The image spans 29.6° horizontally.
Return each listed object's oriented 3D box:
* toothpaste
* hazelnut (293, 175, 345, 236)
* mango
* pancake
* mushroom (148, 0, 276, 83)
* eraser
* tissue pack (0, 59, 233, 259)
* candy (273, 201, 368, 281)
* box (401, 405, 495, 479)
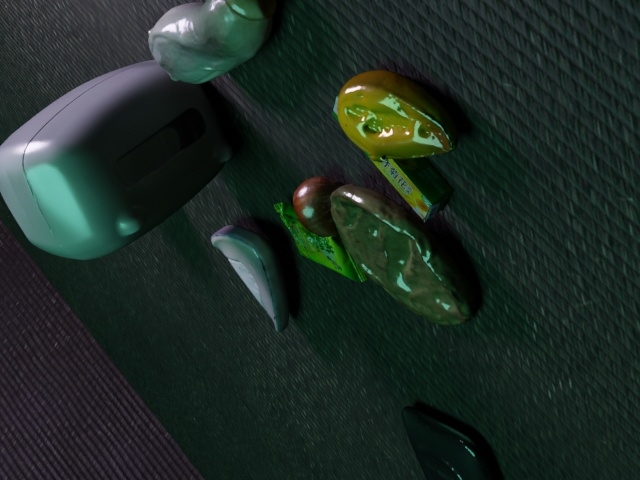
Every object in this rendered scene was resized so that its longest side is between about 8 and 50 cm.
[{"bbox_3d":[0.083,-0.104,1.420,0.178,0.037,0.043,50,160,16],"label":"toothpaste"},{"bbox_3d":[0.005,-0.049,1.630,0.086,0.086,0.086,46,157,26],"label":"hazelnut"},{"bbox_3d":[0.084,-0.136,1.333,0.187,0.066,0.101,21,132,49],"label":"mango"},{"bbox_3d":[0.108,0.021,1.537,0.242,0.050,0.242,44,163,17],"label":"pancake"},{"bbox_3d":[-0.141,-0.275,1.598,0.109,0.097,0.351,58,156,-12],"label":"mushroom"},{"bbox_3d":[-0.101,0.041,2.013,0.204,0.059,0.243,54,163,8],"label":"eraser"},{"bbox_3d":[-0.301,-0.127,1.833,0.236,0.333,0.229,1,123,43],"label":"tissue pack"},{"bbox_3d":[-0.001,0.001,1.767,0.178,0.032,0.102,23,142,56],"label":"candy"},{"bbox_3d":[0.198,0.343,1.814,0.212,0.042,0.201,23,143,57],"label":"box"}]
